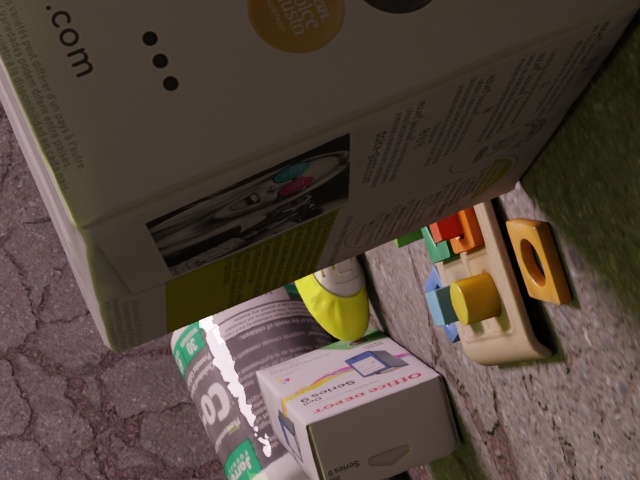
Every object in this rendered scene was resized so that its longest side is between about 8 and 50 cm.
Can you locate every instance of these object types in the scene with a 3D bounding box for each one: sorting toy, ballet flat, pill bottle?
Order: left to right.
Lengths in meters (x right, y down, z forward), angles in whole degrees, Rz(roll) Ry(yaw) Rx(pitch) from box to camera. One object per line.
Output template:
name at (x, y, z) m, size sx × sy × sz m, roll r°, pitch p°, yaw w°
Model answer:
pill bottle at (-0.038, 0.241, 1.901) m, size 0.204 × 0.204 × 0.361 m, roll 90°, pitch 156°, yaw -59°
ballet flat at (0.000, 0.000, 1.654) m, size 0.231 × 0.077 × 0.077 m, roll 68°, pitch 152°, yaw 15°
sorting toy at (0.113, 0.017, 1.229) m, size 0.348 × 0.047 × 0.196 m, roll 145°, pitch 103°, yaw -77°

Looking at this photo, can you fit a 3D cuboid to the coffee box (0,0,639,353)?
coffee box at (-0.052, -0.168, 0.945) m, size 0.338 × 0.334 × 0.337 m, roll 105°, pitch 141°, yaw -74°

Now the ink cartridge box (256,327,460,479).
ink cartridge box at (0.036, 0.180, 1.586) m, size 0.212 × 0.154 × 0.093 m, roll -143°, pitch 36°, yaw -70°
